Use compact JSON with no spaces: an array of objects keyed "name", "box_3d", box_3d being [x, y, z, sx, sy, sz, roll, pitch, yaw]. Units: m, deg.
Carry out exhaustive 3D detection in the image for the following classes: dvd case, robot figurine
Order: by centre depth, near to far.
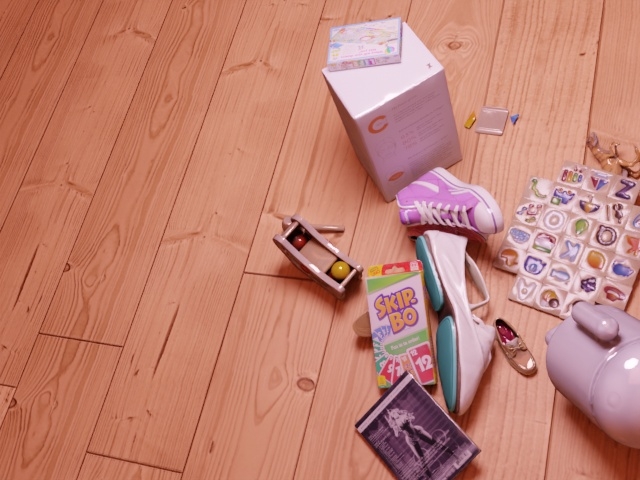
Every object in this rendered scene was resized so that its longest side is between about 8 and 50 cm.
[{"name":"robot figurine","box_3d":[0.544,0.241,1.463,0.200,0.300,0.353,-36,20,0]},{"name":"dvd case","box_3d":[0.191,0.396,1.628,0.164,0.018,0.221,-49,59,9]}]

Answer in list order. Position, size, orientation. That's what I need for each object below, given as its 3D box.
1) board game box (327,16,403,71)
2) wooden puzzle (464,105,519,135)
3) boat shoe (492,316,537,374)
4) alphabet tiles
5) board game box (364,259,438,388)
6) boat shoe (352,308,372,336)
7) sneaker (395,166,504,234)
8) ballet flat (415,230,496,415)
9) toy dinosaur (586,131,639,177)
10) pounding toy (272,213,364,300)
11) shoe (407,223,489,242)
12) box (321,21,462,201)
[{"name":"board game box","box_3d":[0.094,-0.413,1.706,0.154,0.026,0.103,-4,59,17]},{"name":"wooden puzzle","box_3d":[0.412,-0.288,1.954,0.116,0.014,0.078,18,74,25]},{"name":"boat shoe","box_3d":[0.395,0.216,1.669,0.050,0.045,0.135,-34,58,-2]},{"name":"alphabet tiles","box_3d":[0.544,0.000,1.733,0.285,0.011,0.342,20,78,25]},{"name":"board game box","box_3d":[0.168,0.175,1.703,0.124,0.039,0.259,-8,83,20]},{"name":"boat shoe","box_3d":[0.148,0.161,1.770,0.170,0.059,0.063,-24,88,-4]},{"name":"sneaker","box_3d":[0.263,-0.056,1.740,0.161,0.102,0.282,-27,28,-15]},{"name":"ballet flat","box_3d":[0.296,0.157,1.685,0.139,0.139,0.400,-13,65,10]},{"name":"toy dinosaur","box_3d":[0.658,-0.146,1.786,0.112,0.064,0.211,-26,70,16]},{"name":"pounding toy","box_3d":[0.000,0.000,1.845,0.269,0.154,0.155,36,78,29]},{"name":"shoe","box_3d":[0.284,-0.011,1.819,0.178,0.063,0.081,22,72,32]},{"name":"box","box_3d":[0.170,-0.278,1.829,0.215,0.345,0.168,-30,58,-1]}]
